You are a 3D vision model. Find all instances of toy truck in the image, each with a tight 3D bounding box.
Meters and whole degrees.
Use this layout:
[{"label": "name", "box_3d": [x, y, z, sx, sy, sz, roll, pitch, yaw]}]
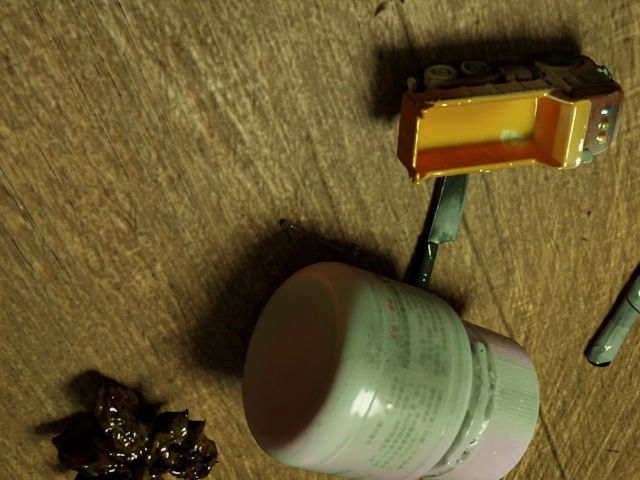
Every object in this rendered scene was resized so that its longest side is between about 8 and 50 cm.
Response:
[{"label": "toy truck", "box_3d": [0.219, -0.147, 1.267, 0.270, 0.135, 0.114, -9, 126, -17]}]

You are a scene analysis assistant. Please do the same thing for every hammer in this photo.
[{"label": "hammer", "box_3d": [0.000, 0.000, 1.359, 0.123, 0.014, 0.029, 25, 103, -33]}, {"label": "hammer", "box_3d": [0.491, 0.014, 1.559, 0.152, 0.044, 0.427, 10, 120, -29]}]

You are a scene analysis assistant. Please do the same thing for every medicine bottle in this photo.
[{"label": "medicine bottle", "box_3d": [0.092, 0.182, 1.369, 0.325, 0.256, 0.256, 18, 115, -30]}]

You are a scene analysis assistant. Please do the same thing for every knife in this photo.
[{"label": "knife", "box_3d": [0.162, -0.022, 1.409, 0.060, 0.028, 0.230, -8, 124, -33]}]

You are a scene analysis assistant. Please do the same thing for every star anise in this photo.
[{"label": "star anise", "box_3d": [-0.229, 0.277, 1.393, 0.220, 0.126, 0.190, 21, 110, -30]}]
